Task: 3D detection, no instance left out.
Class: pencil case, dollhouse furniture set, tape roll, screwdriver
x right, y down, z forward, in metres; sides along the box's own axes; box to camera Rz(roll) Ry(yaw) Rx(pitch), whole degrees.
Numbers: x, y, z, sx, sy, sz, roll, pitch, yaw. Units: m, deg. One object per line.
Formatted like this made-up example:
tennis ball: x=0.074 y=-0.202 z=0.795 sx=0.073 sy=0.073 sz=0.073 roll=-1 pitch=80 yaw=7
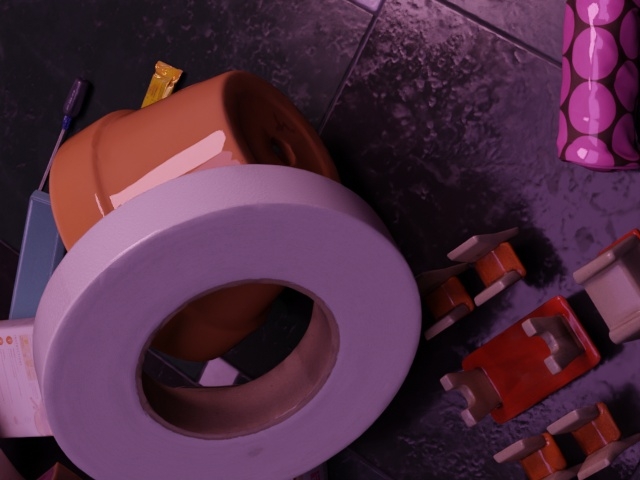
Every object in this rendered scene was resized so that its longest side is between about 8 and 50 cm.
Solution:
pencil case: x=0.290 y=-0.173 z=1.360 sx=0.095 sy=0.098 sz=0.209 roll=-160 pitch=74 yaw=-71
dollhouse furniture set: x=0.253 y=0.099 z=1.392 sx=0.259 sy=0.135 sz=0.262 roll=-39 pitch=75 yaw=35
tape roll: x=-0.089 y=0.103 z=1.349 sx=0.392 sy=0.392 sz=0.072 roll=-51 pitch=38 yaw=20
screwdriver: x=-0.327 y=-0.129 z=1.720 sx=0.025 sy=0.024 sz=0.169 roll=19 pitch=110 yaw=-4

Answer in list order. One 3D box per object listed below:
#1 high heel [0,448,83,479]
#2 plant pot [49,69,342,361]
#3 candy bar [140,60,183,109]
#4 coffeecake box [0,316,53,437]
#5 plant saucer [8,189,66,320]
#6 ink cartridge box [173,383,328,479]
high heel: x=-0.467 y=0.275 z=1.669 sx=0.181 sy=0.127 sz=0.377 roll=-38 pitch=106 yaw=27
plant pot: x=-0.112 y=-0.044 z=1.439 sx=0.203 sy=0.291 sz=0.290 roll=-34 pitch=78 yaw=26
candy bar: x=-0.211 y=-0.140 z=1.657 sx=0.040 sy=0.018 sz=0.161 roll=29 pitch=105 yaw=27
coffeecake box: x=-0.354 y=0.171 z=1.708 sx=0.186 sy=0.068 sz=0.142 roll=-6 pitch=99 yaw=27
plant saucer: x=-0.363 y=0.035 z=1.742 sx=0.067 sy=0.018 sz=0.192 roll=18 pitch=102 yaw=25
ink cartridge box: x=-0.090 y=0.285 z=1.578 sx=0.193 sy=0.088 sz=0.234 roll=-5 pitch=90 yaw=26
